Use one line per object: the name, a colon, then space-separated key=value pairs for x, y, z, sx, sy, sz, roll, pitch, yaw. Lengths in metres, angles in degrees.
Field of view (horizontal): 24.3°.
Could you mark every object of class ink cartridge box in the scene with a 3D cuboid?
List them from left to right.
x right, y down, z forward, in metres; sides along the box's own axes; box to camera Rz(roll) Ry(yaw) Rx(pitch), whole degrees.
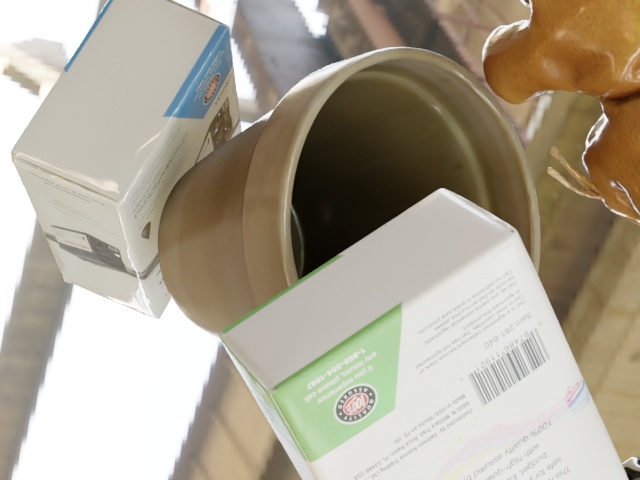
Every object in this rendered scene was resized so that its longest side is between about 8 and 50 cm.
ink cartridge box: x=-0.187 y=-0.083 z=1.550 sx=0.307 sy=0.129 sz=0.223 roll=89 pitch=27 yaw=-66
ink cartridge box: x=0.085 y=0.138 z=1.074 sx=0.278 sy=0.201 sz=0.117 roll=62 pitch=-12 yaw=-27

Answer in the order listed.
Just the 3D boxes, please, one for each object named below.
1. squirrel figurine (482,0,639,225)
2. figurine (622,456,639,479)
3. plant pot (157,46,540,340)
squirrel figurine: x=0.298 y=-0.181 z=1.172 sx=0.397 sy=0.281 sz=0.370 roll=-18 pitch=-85 yaw=48
figurine: x=0.446 y=0.294 z=1.717 sx=0.215 sy=0.209 sz=0.092 roll=-49 pitch=-152 yaw=-18
plant pot: x=0.000 y=0.000 z=1.408 sx=0.280 sy=0.323 sz=0.323 roll=-8 pitch=-107 yaw=48
